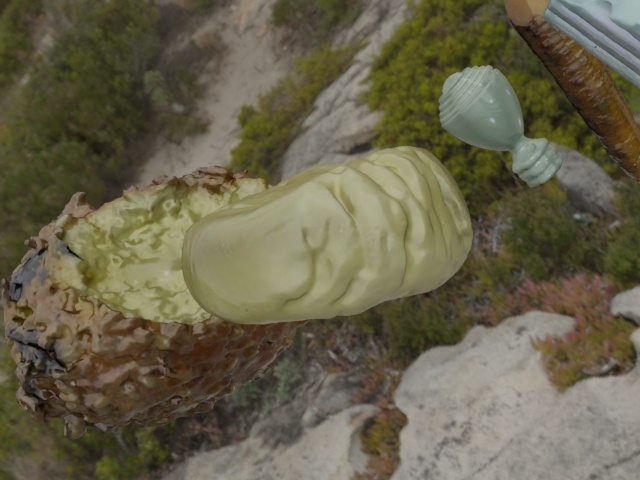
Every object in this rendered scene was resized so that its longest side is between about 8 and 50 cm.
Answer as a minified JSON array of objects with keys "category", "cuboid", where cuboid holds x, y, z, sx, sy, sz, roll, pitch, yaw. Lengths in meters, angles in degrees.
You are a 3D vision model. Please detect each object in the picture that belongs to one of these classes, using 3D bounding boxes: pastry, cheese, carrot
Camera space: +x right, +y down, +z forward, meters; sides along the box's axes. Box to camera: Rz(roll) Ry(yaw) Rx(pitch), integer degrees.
[{"category":"pastry","cuboid":[-0.197,0.080,0.953,0.405,0.292,0.337,-25,-25,-30]},{"category":"cheese","cuboid":[0.000,0.000,0.604,0.226,0.117,0.214,-11,7,35]},{"category":"carrot","cuboid":[0.327,-0.183,0.922,0.066,0.314,0.066,-36,16,12]}]

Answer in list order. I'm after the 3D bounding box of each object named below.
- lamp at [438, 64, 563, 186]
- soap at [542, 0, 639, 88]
[{"category":"lamp","cuboid":[0.242,-0.155,1.026,0.106,0.193,0.106,-46,6,7]},{"category":"soap","cuboid":[0.287,-0.101,0.464,0.095,0.289,0.173,-52,-5,13]}]
